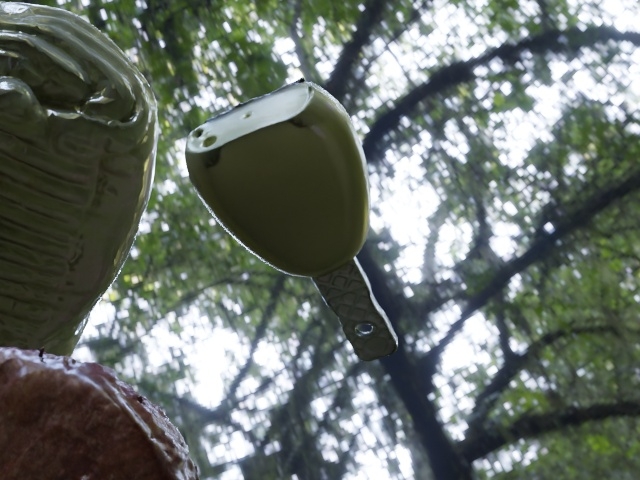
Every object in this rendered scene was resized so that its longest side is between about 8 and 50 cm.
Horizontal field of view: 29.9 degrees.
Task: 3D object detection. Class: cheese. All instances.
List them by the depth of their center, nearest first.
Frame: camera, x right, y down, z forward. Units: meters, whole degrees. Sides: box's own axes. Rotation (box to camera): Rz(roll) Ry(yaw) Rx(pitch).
[{"bbox_3d":[0.000,0.000,0.922,0.127,0.054,0.251,-22,-58,13],"label":"cheese"}]

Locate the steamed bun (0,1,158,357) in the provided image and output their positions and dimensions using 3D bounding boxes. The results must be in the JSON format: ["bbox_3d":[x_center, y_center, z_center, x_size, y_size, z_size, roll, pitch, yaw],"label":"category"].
[{"bbox_3d":[-0.332,-0.053,0.990,0.339,0.247,0.352,18,-73,-26],"label":"steamed bun"}]

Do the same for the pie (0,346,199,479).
[{"bbox_3d":[-0.137,0.138,0.555,0.182,0.182,0.049,-45,-11,14],"label":"pie"}]
